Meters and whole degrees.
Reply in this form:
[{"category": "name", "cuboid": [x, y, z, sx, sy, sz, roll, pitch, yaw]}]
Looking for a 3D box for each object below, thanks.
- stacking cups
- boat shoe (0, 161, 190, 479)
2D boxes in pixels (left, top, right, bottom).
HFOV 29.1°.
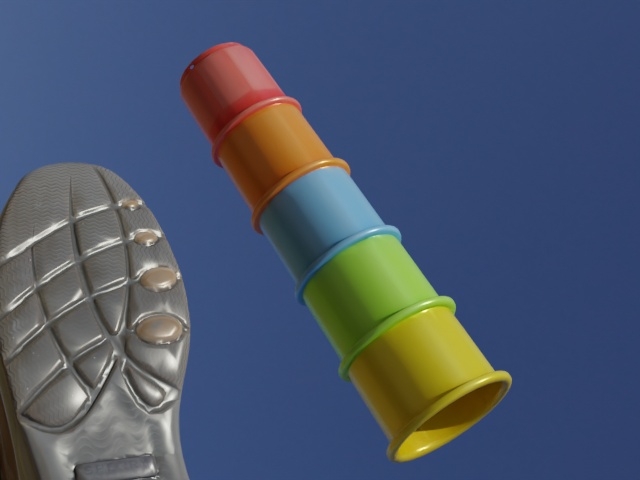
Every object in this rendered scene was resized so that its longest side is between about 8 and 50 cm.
[{"category": "stacking cups", "cuboid": [0.000, 0.000, 0.847, 0.316, 0.096, 0.096, 54, -56, 25]}, {"category": "boat shoe", "cuboid": [-0.143, 0.110, 0.717, 0.116, 0.123, 0.324, -42, -129, 51]}]
